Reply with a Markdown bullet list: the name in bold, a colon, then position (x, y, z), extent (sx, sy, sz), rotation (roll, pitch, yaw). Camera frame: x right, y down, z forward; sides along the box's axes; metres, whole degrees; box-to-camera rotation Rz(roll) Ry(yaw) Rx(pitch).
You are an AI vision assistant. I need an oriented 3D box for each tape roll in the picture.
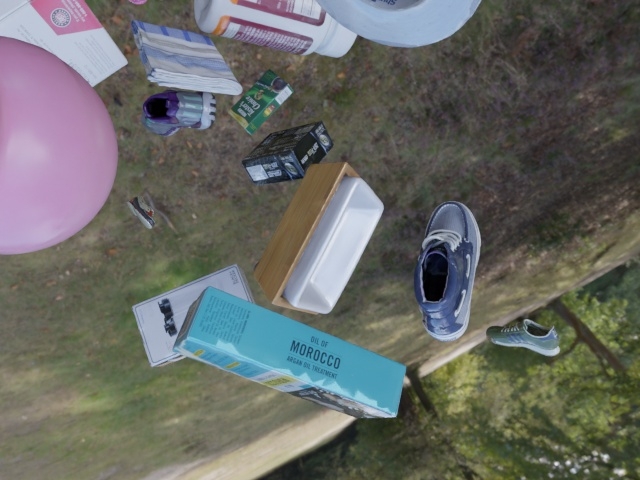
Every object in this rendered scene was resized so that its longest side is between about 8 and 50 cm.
- **tape roll**: position (0.078, -0.315, 0.534), extent (0.219, 0.219, 0.072), rotation (84, 30, -67)

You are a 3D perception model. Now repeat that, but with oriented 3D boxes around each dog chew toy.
- **dog chew toy**: position (-0.331, -0.090, 0.411), extent (0.207, 0.206, 0.332), rotation (-35, 169, 15)

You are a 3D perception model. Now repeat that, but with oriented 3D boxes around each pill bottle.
- **pill bottle**: position (-0.105, -0.611, 1.302), extent (0.393, 0.224, 0.224), rotation (3, 145, -29)

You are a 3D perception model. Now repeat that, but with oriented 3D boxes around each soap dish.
- **soap dish**: position (0.000, 0.000, 1.015), extent (0.290, 0.118, 0.229), rotation (-62, 156, -1)

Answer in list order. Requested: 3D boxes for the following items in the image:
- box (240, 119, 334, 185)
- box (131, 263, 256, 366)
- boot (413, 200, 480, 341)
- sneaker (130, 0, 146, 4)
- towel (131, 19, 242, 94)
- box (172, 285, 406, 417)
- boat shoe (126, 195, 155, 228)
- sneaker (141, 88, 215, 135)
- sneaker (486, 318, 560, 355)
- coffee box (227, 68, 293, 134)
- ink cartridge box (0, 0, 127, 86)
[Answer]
- **box**: position (-0.082, -0.216, 1.261), extent (0.180, 0.077, 0.147), rotation (-4, -143, 39)
- **box**: position (-0.315, 0.194, 1.304), extent (0.290, 0.169, 0.087), rotation (-23, 167, -3)
- **boot**: position (0.146, 0.013, 0.580), extent (0.069, 0.189, 0.086), rotation (-5, 144, 21)
- **sneaker**: position (-0.497, -0.655, 1.227), extent (0.063, 0.074, 0.170), rotation (-27, 150, 24)
- **towel**: position (-0.313, -0.426, 1.164), extent (0.209, 0.285, 0.034), rotation (-1, 133, -31)
- **box**: position (-0.035, 0.134, 0.570), extent (0.244, 0.060, 0.100), rotation (25, 153, -15)
- **boat shoe**: position (-0.447, -0.074, 1.278), extent (0.043, 0.137, 0.049), rotation (-33, 133, -22)
- **sneaker**: position (-0.280, -0.233, 0.884), extent (0.098, 0.083, 0.224), rotation (-2, -175, -45)
- **sneaker**: position (0.539, 0.242, 1.351), extent (0.064, 0.192, 0.086), rotation (-40, 127, -40)
- **coffee box**: position (-0.178, -0.411, 1.495), extent (0.184, 0.113, 0.040), rotation (-44, 146, 3)
- **ink cartridge box**: position (-0.484, -0.292, 0.782), extent (0.283, 0.117, 0.207), rotation (-37, 167, -6)
